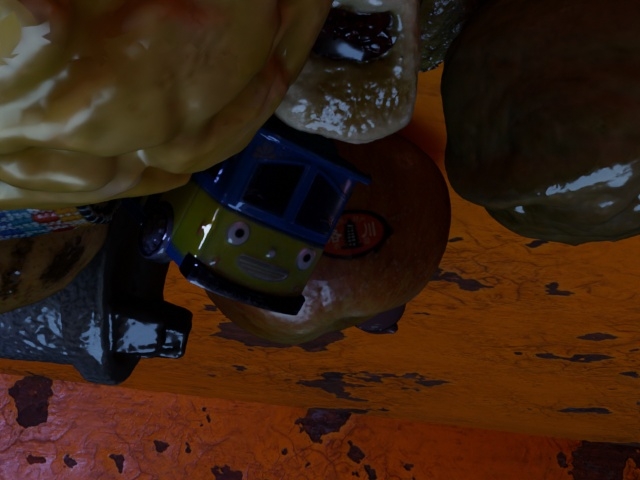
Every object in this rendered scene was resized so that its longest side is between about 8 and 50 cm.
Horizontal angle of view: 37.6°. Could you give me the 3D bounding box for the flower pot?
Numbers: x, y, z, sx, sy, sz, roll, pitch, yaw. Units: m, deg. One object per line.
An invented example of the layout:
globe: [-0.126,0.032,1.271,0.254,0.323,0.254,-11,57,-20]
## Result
flower pot: [-0.306,0.039,1.293,0.282,0.299,0.299,7,160,9]

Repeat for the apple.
apple: [0.000,0.000,1.114,0.309,0.250,0.277,0,158,6]

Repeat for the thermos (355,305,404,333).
thermos: [0.073,0.072,1.480,0.136,0.109,0.330,4,160,2]

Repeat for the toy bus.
toy bus: [-0.101,-0.065,0.905,0.138,0.175,0.287,22,-170,-40]

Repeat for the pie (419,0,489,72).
pie: [0.118,-0.202,0.858,0.092,0.034,0.170,1,153,-16]

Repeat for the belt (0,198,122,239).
belt: [-0.257,-0.131,0.825,0.150,0.257,0.207,-9,173,4]

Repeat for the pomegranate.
pomegranate: [-0.367,-0.052,1.033,0.281,0.281,0.281,4,159,2]

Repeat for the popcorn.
popcorn: [-0.176,-0.175,0.558,0.354,0.390,0.344,-45,153,23]

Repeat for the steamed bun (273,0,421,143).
steamed bun: [0.024,-0.189,0.768,0.140,0.172,0.155,4,142,-14]

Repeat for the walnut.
walnut: [0.230,-0.109,0.777,0.283,0.283,0.227,-14,124,41]
